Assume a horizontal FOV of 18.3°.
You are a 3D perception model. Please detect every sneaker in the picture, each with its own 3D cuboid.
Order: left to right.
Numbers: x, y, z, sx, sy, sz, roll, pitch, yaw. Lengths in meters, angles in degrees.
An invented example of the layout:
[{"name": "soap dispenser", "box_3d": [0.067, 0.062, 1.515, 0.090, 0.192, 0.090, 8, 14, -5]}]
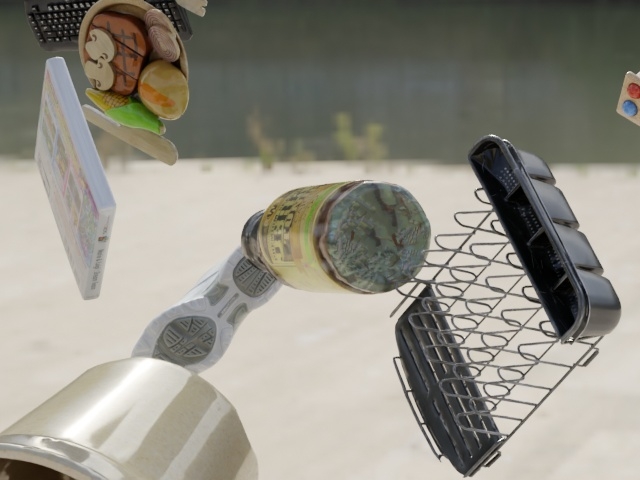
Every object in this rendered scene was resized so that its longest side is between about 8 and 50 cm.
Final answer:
[{"name": "sneaker", "box_3d": [-0.138, 0.092, 2.416, 0.232, 0.090, 0.115, -40, 6, -14]}]

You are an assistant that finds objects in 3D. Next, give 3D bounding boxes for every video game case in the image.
[{"name": "video game case", "box_3d": [-0.209, -0.051, 1.683, 0.019, 0.157, 0.143, -11, -30, -20]}]

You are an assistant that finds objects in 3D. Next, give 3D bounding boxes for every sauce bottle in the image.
[{"name": "sauce bottle", "box_3d": [0.000, 0.000, 1.976, 0.111, 0.111, 0.344, -5, 0, -20]}]

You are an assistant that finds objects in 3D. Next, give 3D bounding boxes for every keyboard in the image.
[{"name": "keyboard", "box_3d": [-0.234, -0.240, 2.091, 0.192, 0.100, 0.038, -3, 32, 26]}]

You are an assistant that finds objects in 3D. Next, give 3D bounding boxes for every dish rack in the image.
[{"name": "dish rack", "box_3d": [0.142, 0.068, 1.746, 0.074, 0.271, 0.208, 6, 46, -35]}]

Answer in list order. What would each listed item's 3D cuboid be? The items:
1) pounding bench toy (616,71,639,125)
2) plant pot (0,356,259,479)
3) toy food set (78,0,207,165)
[{"name": "pounding bench toy", "box_3d": [0.347, -0.138, 1.982, 0.083, 0.052, 0.065, 35, 50, 25]}, {"name": "plant pot", "box_3d": [-0.206, 0.268, 1.849, 0.333, 0.334, 0.305, 2, 23, 19]}, {"name": "toy food set", "box_3d": [-0.175, -0.165, 1.850, 0.132, 0.192, 0.038, 27, 36, 19]}]
